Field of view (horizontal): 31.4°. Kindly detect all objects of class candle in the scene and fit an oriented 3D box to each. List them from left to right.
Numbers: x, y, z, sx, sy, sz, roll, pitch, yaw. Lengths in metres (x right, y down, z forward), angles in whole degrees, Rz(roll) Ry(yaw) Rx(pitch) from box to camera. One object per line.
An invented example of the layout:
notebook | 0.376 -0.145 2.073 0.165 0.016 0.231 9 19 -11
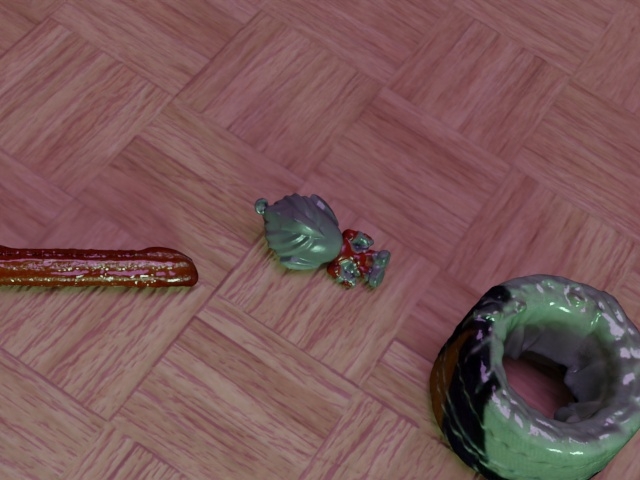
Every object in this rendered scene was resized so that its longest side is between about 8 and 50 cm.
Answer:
candle | -0.299 0.029 1.260 0.329 0.048 0.051 1 72 -15

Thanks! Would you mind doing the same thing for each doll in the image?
doll | 0.000 0.000 1.340 0.180 0.079 0.094 27 80 -12

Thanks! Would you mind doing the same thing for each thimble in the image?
thimble | 0.247 0.153 1.257 0.237 0.150 0.237 7 56 -11
